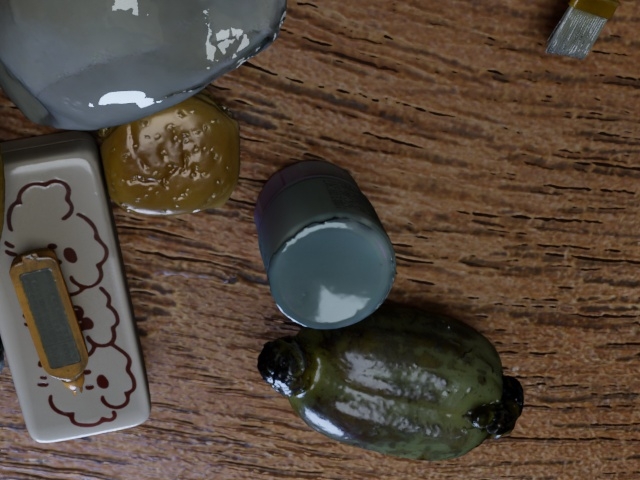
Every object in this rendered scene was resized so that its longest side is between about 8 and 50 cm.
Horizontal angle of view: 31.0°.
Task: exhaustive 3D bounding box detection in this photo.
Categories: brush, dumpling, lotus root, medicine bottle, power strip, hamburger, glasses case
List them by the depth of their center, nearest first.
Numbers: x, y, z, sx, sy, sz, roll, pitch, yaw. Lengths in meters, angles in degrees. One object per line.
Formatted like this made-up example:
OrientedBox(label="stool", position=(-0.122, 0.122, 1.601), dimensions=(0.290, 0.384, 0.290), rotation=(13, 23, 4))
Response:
OrientedBox(label="dumpling", position=(-0.215, -0.219, 1.025), dimensions=(0.260, 0.341, 0.181), rotation=(45, 71, -34))
OrientedBox(label="brush", position=(0.319, -0.306, 1.176), dimensions=(0.103, 0.013, 0.272), rotation=(-6, 131, -55))
OrientedBox(label="hamburger", position=(-0.155, -0.094, 1.191), dimensions=(0.147, 0.083, 0.138), rotation=(-5, 112, -12))
OrientedBox(label="power strip", position=(-0.276, 0.086, 1.197), dimensions=(0.049, 0.028, 0.178), rotation=(-14, 117, -4))
OrientedBox(label="medicine bottle", position=(0.000, 0.000, 1.216), dimensions=(0.135, 0.168, 0.135), rotation=(-5, 117, -10))
OrientedBox(label="glasses case", position=(-0.278, 0.055, 1.242), dimensions=(0.143, 0.076, 0.337), rotation=(-11, 117, -5))
OrientedBox(label="lotus root", position=(0.075, 0.155, 1.317), dimensions=(0.309, 0.173, 0.173), rotation=(16, 112, -18))

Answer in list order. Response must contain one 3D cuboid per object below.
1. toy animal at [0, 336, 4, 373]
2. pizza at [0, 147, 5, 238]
OrientedBox(label="toy animal", position=(-0.375, 0.108, 1.246), dimensions=(0.098, 0.098, 0.137), rotation=(38, 82, -24))
OrientedBox(label="pizza", position=(-0.410, -0.058, 1.115), dimensions=(0.228, 0.081, 0.290), rotation=(25, 119, 17))
